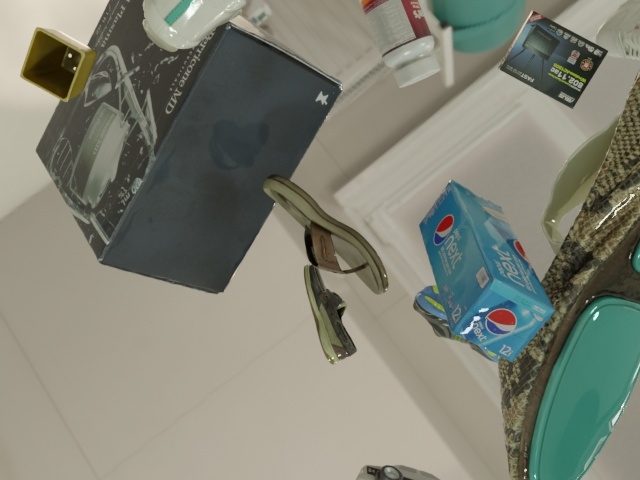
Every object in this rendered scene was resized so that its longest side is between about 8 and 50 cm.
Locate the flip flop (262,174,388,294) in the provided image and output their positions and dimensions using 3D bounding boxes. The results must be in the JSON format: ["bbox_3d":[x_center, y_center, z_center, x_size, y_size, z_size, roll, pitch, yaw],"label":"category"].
[{"bbox_3d":[0.000,0.000,1.301,0.080,0.277,0.112,-48,179,-17],"label":"flip flop"}]

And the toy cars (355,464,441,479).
[{"bbox_3d":[0.029,0.403,1.131,0.393,0.177,0.087,-19,-157,8],"label":"toy cars"}]

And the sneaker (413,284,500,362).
[{"bbox_3d":[0.237,0.139,1.297,0.067,0.188,0.078,-59,-175,-23],"label":"sneaker"}]

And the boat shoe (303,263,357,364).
[{"bbox_3d":[0.021,0.147,1.623,0.073,0.224,0.080,-18,156,6],"label":"boat shoe"}]

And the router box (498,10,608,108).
[{"bbox_3d":[0.327,-0.255,1.095,0.092,0.122,0.038,-62,177,19],"label":"router box"}]

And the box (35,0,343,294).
[{"bbox_3d":[-0.283,-0.235,1.533,0.297,0.472,0.480,18,108,-43],"label":"box"}]

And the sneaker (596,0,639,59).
[{"bbox_3d":[0.473,-0.291,1.095,0.095,0.090,0.235,-42,-158,-17],"label":"sneaker"}]

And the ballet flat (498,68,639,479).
[{"bbox_3d":[0.296,0.029,0.833,0.164,0.182,0.483,17,103,-35],"label":"ballet flat"}]

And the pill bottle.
[{"bbox_3d":[0.180,-0.463,1.726,0.121,0.221,0.121,-23,-177,1],"label":"pill bottle"}]

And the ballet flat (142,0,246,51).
[{"bbox_3d":[-0.174,-0.309,0.992,0.139,0.139,0.400,-38,-161,4],"label":"ballet flat"}]

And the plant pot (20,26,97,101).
[{"bbox_3d":[-0.379,-0.265,1.152,0.082,0.081,0.083,-62,179,22],"label":"plant pot"}]

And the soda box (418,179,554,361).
[{"bbox_3d":[0.157,0.022,0.770,0.067,0.071,0.210,-57,-163,24],"label":"soda box"}]
